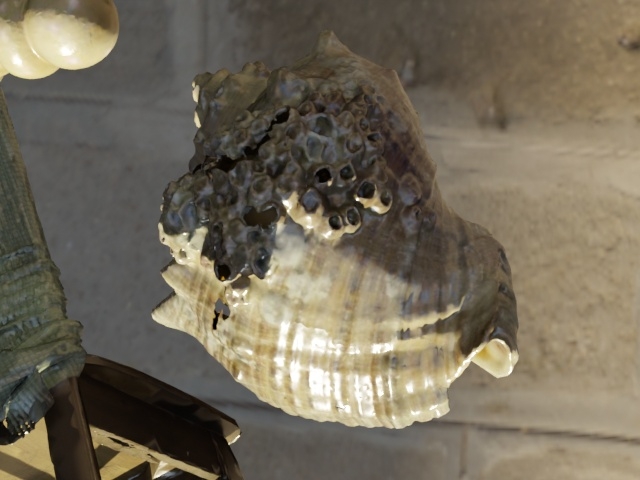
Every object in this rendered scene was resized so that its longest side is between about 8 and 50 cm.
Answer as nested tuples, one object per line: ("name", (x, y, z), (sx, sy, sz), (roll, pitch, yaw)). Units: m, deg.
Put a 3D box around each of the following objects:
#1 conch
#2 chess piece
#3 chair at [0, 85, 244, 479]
("conch", (0.000, 0.000, 0.744), (0.245, 0.163, 0.178), (42, 120, 20))
("chess piece", (-0.225, -0.156, 1.042), (0.170, 0.094, 0.094), (-6, 115, 26))
("chair", (-0.140, 0.087, 0.619), (0.160, 0.319, 0.186), (-29, 150, 11))
